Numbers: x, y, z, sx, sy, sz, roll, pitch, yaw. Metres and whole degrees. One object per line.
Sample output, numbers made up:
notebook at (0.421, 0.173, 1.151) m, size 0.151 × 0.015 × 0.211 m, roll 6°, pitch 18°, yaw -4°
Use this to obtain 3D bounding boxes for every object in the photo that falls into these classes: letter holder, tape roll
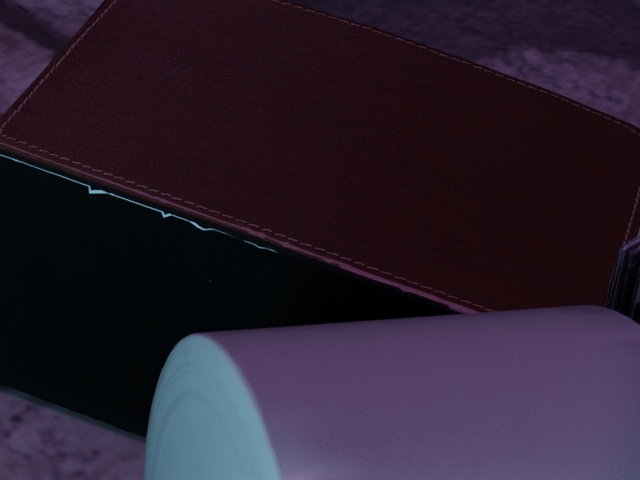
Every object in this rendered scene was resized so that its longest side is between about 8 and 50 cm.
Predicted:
letter holder at (0.000, 0.000, 0.909) m, size 0.301 × 0.152 × 0.214 m, roll 19°, pitch 39°, yaw 6°
tape roll at (0.037, 0.150, 0.675) m, size 0.169 × 0.246 × 0.246 m, roll -2°, pitch 43°, yaw -19°

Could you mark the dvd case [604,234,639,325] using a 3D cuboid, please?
dvd case at (0.177, 0.067, 0.824) m, size 0.164 × 0.221 × 0.018 m, roll -24°, pitch 45°, yaw -35°
